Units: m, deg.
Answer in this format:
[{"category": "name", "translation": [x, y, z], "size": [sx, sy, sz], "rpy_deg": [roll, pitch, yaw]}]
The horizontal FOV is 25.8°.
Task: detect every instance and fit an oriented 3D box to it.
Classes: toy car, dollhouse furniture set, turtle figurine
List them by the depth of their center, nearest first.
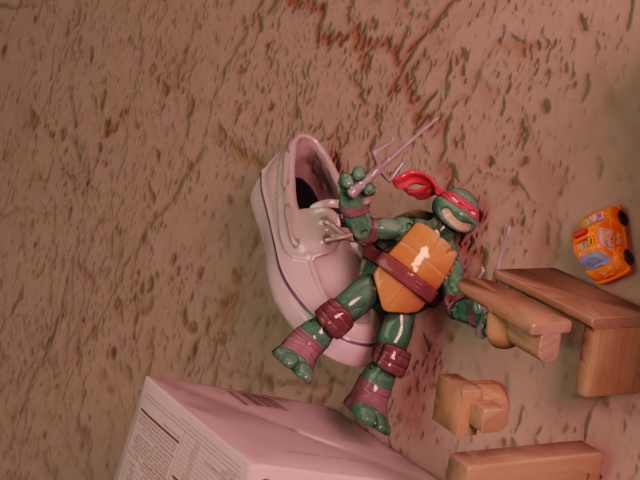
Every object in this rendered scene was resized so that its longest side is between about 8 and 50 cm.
[{"category": "toy car", "translation": [0.225, -0.001, 0.992], "size": [0.122, 0.040, 0.060], "rpy_deg": [-5, 74, 54]}, {"category": "dollhouse furniture set", "translation": [0.136, 0.109, 1.011], "size": [0.123, 0.144, 0.151], "rpy_deg": [31, 118, 59]}, {"category": "turtle figurine", "translation": [0.072, 0.030, 1.133], "size": [0.234, 0.175, 0.118], "rpy_deg": [-55, -8, 0]}]

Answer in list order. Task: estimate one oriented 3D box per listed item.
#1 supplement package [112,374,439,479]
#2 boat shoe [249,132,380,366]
[{"category": "supplement package", "translation": [-0.061, 0.278, 1.150], "size": [0.198, 0.199, 0.262], "rpy_deg": [26, 100, 55]}, {"category": "boat shoe", "translation": [0.000, 0.000, 1.257], "size": [0.084, 0.095, 0.258], "rpy_deg": [-58, 39, 30]}]
